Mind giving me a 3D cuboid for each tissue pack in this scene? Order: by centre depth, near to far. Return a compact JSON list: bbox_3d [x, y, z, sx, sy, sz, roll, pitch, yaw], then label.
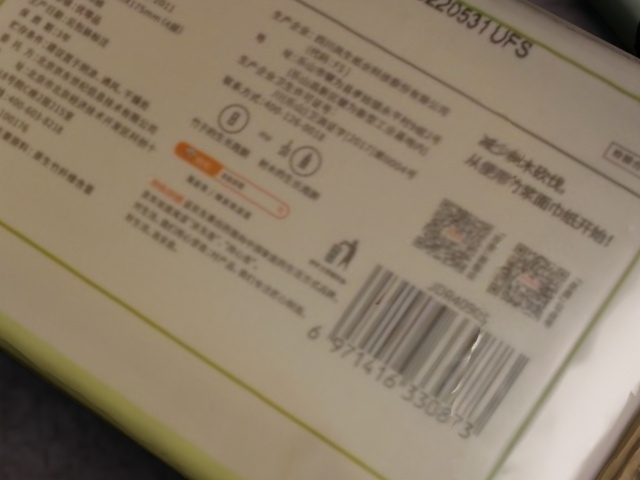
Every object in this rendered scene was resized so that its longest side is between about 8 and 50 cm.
[{"bbox_3d":[0.000,0.000,0.476,0.234,0.125,0.159,31,80,20],"label":"tissue pack"}]

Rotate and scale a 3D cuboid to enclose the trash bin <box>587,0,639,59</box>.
[{"bbox_3d":[0.124,-0.122,0.524,0.116,0.059,0.130,-34,69,-2],"label":"trash bin"}]
